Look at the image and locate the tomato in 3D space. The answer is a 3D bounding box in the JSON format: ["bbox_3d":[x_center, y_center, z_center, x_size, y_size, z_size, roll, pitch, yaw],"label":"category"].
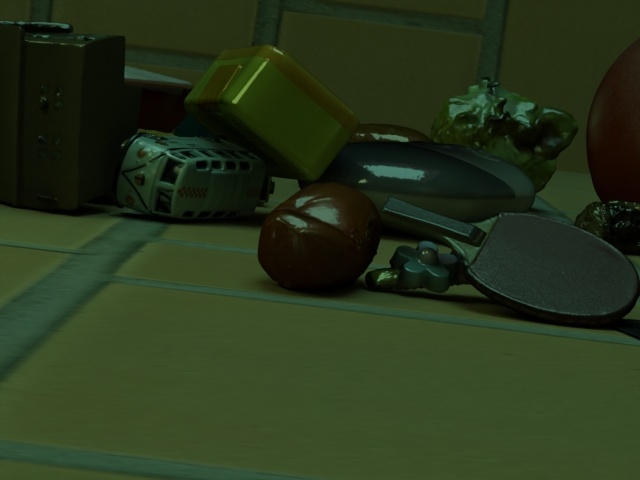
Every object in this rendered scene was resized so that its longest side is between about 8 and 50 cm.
[{"bbox_3d":[0.507,-0.147,2.253,0.322,0.321,0.321,7,6,-1],"label":"tomato"}]

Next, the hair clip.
[{"bbox_3d":[0.144,0.023,1.445,0.214,0.056,0.062,5,28,-19],"label":"hair clip"}]

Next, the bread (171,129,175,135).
[{"bbox_3d":[-0.306,-0.157,2.490,0.269,0.098,0.087,3,-35,-31],"label":"bread"}]

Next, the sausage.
[{"bbox_3d":[0.000,0.000,1.411,0.089,0.089,0.179,9,10,17],"label":"sausage"}]

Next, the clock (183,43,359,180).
[{"bbox_3d":[-0.056,-0.140,1.889,0.143,0.096,0.202,43,-9,-18],"label":"clock"}]

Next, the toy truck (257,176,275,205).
[{"bbox_3d":[-0.089,-0.069,2.086,0.054,0.049,0.083,7,5,-16],"label":"toy truck"}]

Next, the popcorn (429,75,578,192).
[{"bbox_3d":[0.268,-0.146,2.520,0.198,0.198,0.212,2,-10,-41],"label":"popcorn"}]

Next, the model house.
[{"bbox_3d":[-0.328,-0.138,1.792,0.248,0.180,0.176,7,10,15],"label":"model house"}]

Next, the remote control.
[{"bbox_3d":[0.113,-0.062,1.996,0.221,0.103,0.332,8,7,31],"label":"remote control"}]

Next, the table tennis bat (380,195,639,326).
[{"bbox_3d":[0.152,0.011,1.407,0.220,0.019,0.130,20,36,12],"label":"table tennis bat"}]

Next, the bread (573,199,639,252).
[{"bbox_3d":[0.349,-0.017,2.039,0.113,0.060,0.082,2,10,-28],"label":"bread"}]

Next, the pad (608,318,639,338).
[{"bbox_3d":[0.357,0.083,1.364,0.246,0.006,0.170,6,7,-16],"label":"pad"}]

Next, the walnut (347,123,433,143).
[{"bbox_3d":[0.068,-0.112,2.437,0.207,0.115,0.116,1,5,12],"label":"walnut"}]

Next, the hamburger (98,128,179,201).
[{"bbox_3d":[-0.215,-0.084,1.926,0.147,0.083,0.138,2,11,-28],"label":"hamburger"}]

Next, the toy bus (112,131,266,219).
[{"bbox_3d":[-0.135,-0.063,1.818,0.089,0.087,0.194,21,11,27],"label":"toy bus"}]

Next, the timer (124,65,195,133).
[{"bbox_3d":[-0.313,-0.165,2.038,0.250,0.161,0.257,-1,0,35],"label":"timer"}]

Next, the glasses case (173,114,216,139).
[{"bbox_3d":[-0.146,-0.132,2.297,0.070,0.117,0.301,6,5,-11],"label":"glasses case"}]
